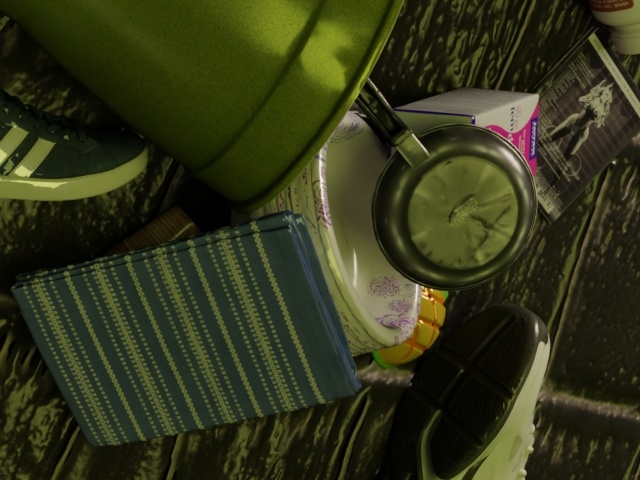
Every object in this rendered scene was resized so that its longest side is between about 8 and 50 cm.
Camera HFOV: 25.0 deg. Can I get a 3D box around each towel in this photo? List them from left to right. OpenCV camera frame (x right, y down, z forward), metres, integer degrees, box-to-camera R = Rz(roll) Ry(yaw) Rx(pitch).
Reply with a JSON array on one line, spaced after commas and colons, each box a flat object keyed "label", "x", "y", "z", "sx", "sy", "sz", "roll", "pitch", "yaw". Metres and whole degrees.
[{"label": "towel", "x": -0.144, "y": 0.102, "z": 1.578, "sx": 0.336, "sy": 0.040, "sz": 0.243, "roll": -13, "pitch": 118, "yaw": 15}]

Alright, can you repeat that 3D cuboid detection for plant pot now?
[{"label": "plant pot", "x": -0.147, "y": -0.272, "z": 1.501, "sx": 0.353, "sy": 0.366, "sz": 0.366, "roll": 29, "pitch": 88, "yaw": -18}]

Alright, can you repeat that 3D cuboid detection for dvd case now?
[{"label": "dvd case", "x": 0.340, "y": -0.155, "z": 1.953, "sx": 0.221, "sy": 0.018, "sz": 0.164, "roll": -46, "pitch": 118, "yaw": -10}]

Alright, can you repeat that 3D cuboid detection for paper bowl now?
[{"label": "paper bowl", "x": 0.000, "y": 0.000, "z": 1.689, "sx": 0.148, "sy": 0.284, "sz": 0.284, "roll": -16, "pitch": 118, "yaw": 23}]

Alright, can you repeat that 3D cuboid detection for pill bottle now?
[{"label": "pill bottle", "x": 0.396, "y": -0.358, "z": 1.872, "sx": 0.121, "sy": 0.121, "sz": 0.216, "roll": -32, "pitch": 116, "yaw": -18}]

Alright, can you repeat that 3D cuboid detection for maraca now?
[{"label": "maraca", "x": 0.116, "y": 0.082, "z": 1.850, "sx": 0.186, "sy": 0.099, "sz": 0.127, "roll": -50, "pitch": 142, "yaw": -31}]

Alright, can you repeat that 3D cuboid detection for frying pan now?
[{"label": "frying pan", "x": 0.139, "y": -0.094, "z": 1.624, "sx": 0.197, "sy": 0.053, "sz": 0.326, "roll": -18, "pitch": 107, "yaw": -5}]

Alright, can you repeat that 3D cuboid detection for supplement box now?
[{"label": "supplement box", "x": 0.177, "y": -0.118, "z": 1.766, "sx": 0.220, "sy": 0.114, "sz": 0.111, "roll": -26, "pitch": 119, "yaw": -59}]

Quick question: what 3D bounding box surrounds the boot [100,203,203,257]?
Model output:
[{"label": "boot", "x": -0.177, "y": 0.118, "z": 1.700, "sx": 0.220, "sy": 0.109, "sz": 0.283, "roll": -41, "pitch": 129, "yaw": -5}]

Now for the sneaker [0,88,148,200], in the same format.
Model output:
[{"label": "sneaker", "x": -0.348, "y": -0.126, "z": 1.526, "sx": 0.350, "sy": 0.131, "sz": 0.148, "roll": -4, "pitch": 109, "yaw": -27}]

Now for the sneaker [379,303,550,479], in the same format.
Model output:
[{"label": "sneaker", "x": 0.227, "y": 0.306, "z": 1.952, "sx": 0.257, "sy": 0.169, "sz": 0.448, "roll": 20, "pitch": 101, "yaw": -39}]
